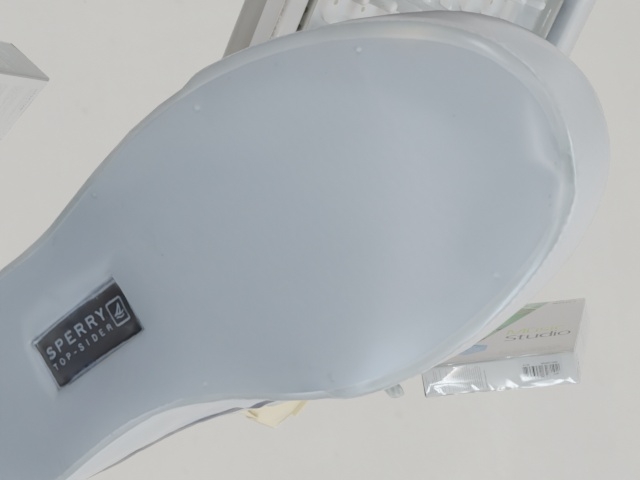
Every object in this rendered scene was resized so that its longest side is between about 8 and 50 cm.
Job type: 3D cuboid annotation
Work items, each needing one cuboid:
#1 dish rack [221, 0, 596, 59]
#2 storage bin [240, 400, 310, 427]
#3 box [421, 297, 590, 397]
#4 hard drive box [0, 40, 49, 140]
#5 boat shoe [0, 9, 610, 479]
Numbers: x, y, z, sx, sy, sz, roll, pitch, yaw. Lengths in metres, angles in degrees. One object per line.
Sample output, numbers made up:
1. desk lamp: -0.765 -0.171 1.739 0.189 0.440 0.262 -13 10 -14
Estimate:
1. dish rack: 0.060 -0.147 0.696 0.286 0.072 0.332 1 120 -52
2. storage bin: -0.063 0.079 1.720 0.123 0.262 0.260 28 108 -37
3. box: 0.300 0.165 1.946 0.232 0.322 0.058 -8 98 16
4. hard drive box: -0.520 -0.201 1.783 0.089 0.232 0.181 42 99 6
5. boat shoe: -0.019 0.014 0.528 0.367 0.156 0.135 -33 84 38
